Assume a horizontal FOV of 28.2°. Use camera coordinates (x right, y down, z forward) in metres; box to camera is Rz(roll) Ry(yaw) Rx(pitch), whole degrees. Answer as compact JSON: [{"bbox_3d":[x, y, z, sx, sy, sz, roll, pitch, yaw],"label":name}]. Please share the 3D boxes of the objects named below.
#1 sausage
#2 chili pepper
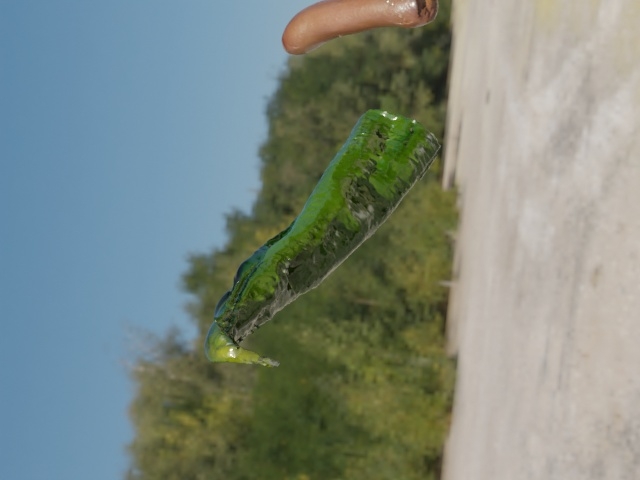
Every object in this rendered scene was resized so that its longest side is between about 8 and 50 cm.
[{"bbox_3d":[0.030,-0.197,1.125,0.186,0.043,0.043,-3,77,50],"label":"sausage"},{"bbox_3d":[0.000,0.000,1.089,0.359,0.085,0.076,-53,-18,-43],"label":"chili pepper"}]
